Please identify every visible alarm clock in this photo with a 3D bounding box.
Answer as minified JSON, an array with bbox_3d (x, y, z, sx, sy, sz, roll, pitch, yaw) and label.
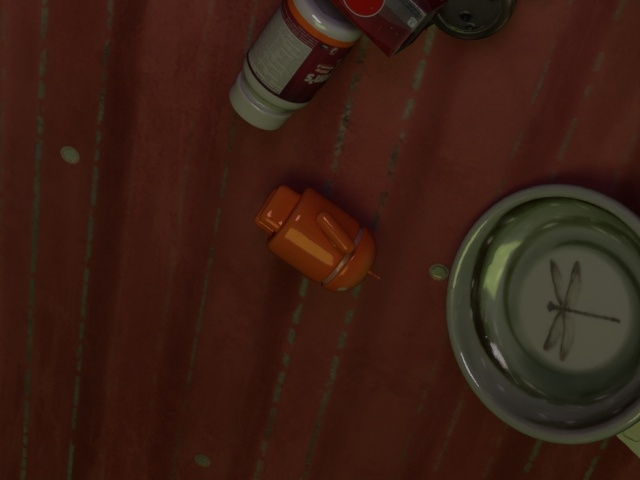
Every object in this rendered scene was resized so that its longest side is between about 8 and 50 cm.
[{"bbox_3d":[0.228,-0.346,1.637,0.192,0.064,0.129,-3,125,16],"label":"alarm clock"}]

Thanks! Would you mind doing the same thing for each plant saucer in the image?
[{"bbox_3d":[0.387,0.111,1.831,0.400,0.100,0.401,3,95,39],"label":"plant saucer"}]

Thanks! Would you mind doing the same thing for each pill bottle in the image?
[{"bbox_3d":[-0.039,-0.271,1.736,0.121,0.121,0.221,34,129,-9],"label":"pill bottle"}]

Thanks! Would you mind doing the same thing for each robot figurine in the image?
[{"bbox_3d":[0.000,0.000,1.924,0.219,0.128,0.158,35,128,-10],"label":"robot figurine"}]

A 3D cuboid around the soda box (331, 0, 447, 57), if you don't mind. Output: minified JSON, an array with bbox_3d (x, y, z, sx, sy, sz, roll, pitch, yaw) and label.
[{"bbox_3d":[0.043,-0.378,1.612,0.263,0.083,0.092,46,127,3],"label":"soda box"}]

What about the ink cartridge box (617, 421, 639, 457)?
[{"bbox_3d":[0.519,0.237,1.899,0.139,0.191,0.082,43,126,-17],"label":"ink cartridge box"}]
